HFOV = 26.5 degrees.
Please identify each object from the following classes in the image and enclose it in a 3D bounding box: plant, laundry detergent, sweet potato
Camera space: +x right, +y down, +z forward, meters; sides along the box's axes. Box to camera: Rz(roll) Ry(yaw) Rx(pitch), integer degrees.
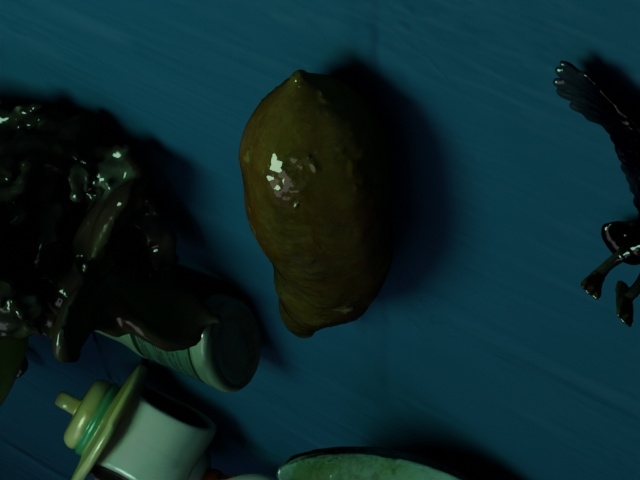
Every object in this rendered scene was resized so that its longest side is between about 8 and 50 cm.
[{"bbox_3d":[-0.222,-0.005,1.039,0.234,0.178,0.204,25,149,33],"label":"plant"},{"bbox_3d":[-0.159,0.058,1.175,0.225,0.070,0.099,18,153,31],"label":"laundry detergent"},{"bbox_3d":[0.001,0.002,0.883,0.097,0.097,0.292,28,152,18],"label":"sweet potato"}]

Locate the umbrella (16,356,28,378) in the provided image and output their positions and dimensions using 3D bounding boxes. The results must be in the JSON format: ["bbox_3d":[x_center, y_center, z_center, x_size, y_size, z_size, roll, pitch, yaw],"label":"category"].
[{"bbox_3d":[-0.433,0.074,1.521,0.248,0.071,0.071,42,152,-11],"label":"umbrella"}]

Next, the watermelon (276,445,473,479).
[{"bbox_3d":[0.058,0.299,1.133,0.319,0.214,0.289,31,156,-14],"label":"watermelon"}]

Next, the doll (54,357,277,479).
[{"bbox_3d":[-0.113,0.222,1.323,0.271,0.144,0.208,17,165,37],"label":"doll"}]

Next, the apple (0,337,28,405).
[{"bbox_3d":[-0.417,0.053,1.228,0.319,0.319,0.277,31,125,12],"label":"apple"}]

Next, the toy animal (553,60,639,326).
[{"bbox_3d":[0.186,-0.003,0.710,0.220,0.062,0.108,42,134,-6],"label":"toy animal"}]
